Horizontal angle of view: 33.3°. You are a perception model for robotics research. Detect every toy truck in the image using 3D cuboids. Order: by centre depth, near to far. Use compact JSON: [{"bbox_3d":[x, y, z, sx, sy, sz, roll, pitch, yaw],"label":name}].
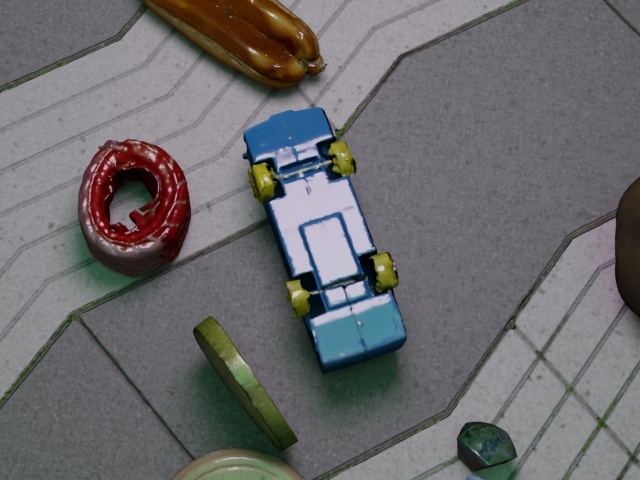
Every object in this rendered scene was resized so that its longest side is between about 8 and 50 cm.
[{"bbox_3d":[0.000,0.000,1.581,0.161,0.162,0.385,-18,74,-6],"label":"toy truck"}]

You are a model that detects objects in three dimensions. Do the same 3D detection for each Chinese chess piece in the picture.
[{"bbox_3d":[-0.116,0.416,1.494,0.250,0.103,0.249,1,76,-3],"label":"Chinese chess piece"}]

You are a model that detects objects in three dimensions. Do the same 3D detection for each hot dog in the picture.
[{"bbox_3d":[-0.138,-0.351,1.710,0.337,0.100,0.135,34,85,9],"label":"hot dog"}]

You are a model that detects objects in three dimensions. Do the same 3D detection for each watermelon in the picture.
[{"bbox_3d":[0.241,0.308,1.551,0.084,0.092,0.072,-5,113,6],"label":"watermelon"}]

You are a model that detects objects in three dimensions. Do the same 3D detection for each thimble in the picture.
[{"bbox_3d":[-0.278,-0.047,1.606,0.163,0.125,0.189,2,74,-4],"label":"thimble"}]

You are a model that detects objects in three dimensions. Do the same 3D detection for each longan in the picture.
[{"bbox_3d":[0.536,0.016,1.565,0.246,0.215,0.246,-2,52,2],"label":"longan"}]

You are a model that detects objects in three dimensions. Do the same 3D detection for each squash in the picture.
[{"bbox_3d":[-0.102,0.199,1.495,0.041,0.219,0.219,-36,78,-12],"label":"squash"}]

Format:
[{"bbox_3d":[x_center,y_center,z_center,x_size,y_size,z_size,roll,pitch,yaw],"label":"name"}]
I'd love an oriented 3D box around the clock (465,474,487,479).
[{"bbox_3d":[0.238,0.455,1.496,0.194,0.100,0.195,29,73,10],"label":"clock"}]
